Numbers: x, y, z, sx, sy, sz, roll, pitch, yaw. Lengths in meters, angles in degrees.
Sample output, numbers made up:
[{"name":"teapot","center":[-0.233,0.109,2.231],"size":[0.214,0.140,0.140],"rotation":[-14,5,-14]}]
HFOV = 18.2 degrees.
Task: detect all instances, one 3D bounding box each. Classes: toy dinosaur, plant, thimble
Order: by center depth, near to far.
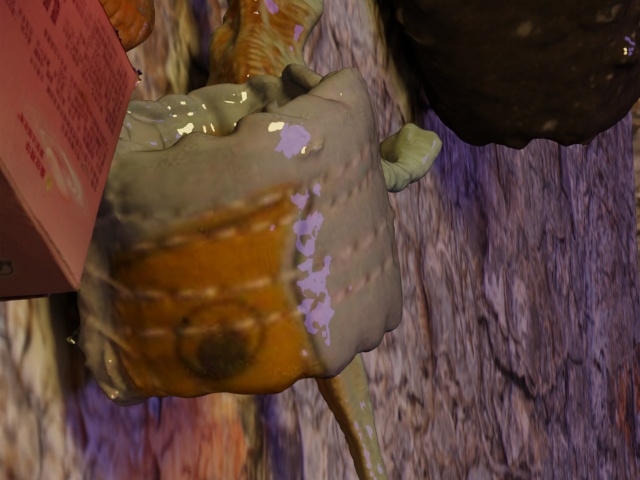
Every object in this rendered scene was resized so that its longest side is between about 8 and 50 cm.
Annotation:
[{"name":"thimble","center":[-0.036,-0.005,0.819],"size":[0.151,0.127,0.118],"rotation":[-48,129,-71]},{"name":"toy dinosaur","center":[0.000,0.000,1.010],"size":[0.205,0.092,0.393],"rotation":[13,75,-73]},{"name":"plant","center":[0.135,-0.209,1.380],"size":[0.276,0.198,0.188],"rotation":[74,13,-46]}]

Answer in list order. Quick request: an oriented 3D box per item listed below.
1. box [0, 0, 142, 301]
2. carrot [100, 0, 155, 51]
[{"name":"box","center":[-0.120,-0.063,0.670],"size":[0.156,0.060,0.111],"rotation":[65,25,-44]},{"name":"carrot","center":[-0.105,-0.130,0.747],"size":[0.186,0.060,0.060],"rotation":[62,28,-58]}]
